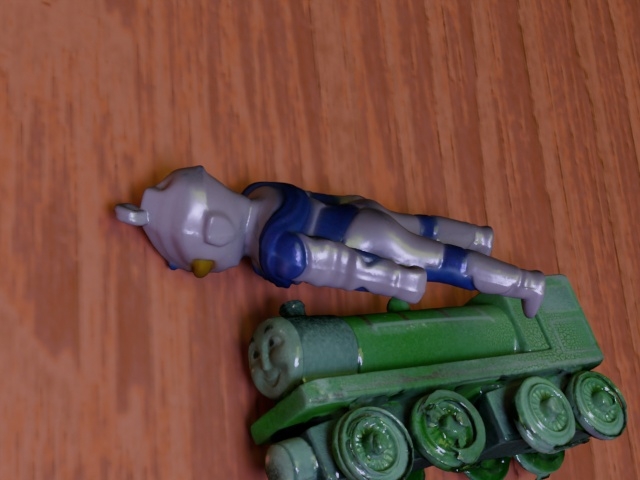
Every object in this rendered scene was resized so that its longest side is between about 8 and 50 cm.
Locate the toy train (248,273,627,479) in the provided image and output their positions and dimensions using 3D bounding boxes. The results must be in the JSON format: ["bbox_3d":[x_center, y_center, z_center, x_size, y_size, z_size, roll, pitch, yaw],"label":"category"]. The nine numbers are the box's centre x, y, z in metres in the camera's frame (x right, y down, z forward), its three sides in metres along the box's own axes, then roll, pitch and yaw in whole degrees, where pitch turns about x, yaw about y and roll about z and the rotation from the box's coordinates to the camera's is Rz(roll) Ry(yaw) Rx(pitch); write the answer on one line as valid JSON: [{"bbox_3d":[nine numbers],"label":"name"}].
[{"bbox_3d":[0.067,0.082,0.688,0.251,0.085,0.119,-1,61,-39],"label":"toy train"}]

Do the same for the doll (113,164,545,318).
[{"bbox_3d":[0.000,0.000,0.664,0.227,0.057,0.114,11,21,-18],"label":"doll"}]
